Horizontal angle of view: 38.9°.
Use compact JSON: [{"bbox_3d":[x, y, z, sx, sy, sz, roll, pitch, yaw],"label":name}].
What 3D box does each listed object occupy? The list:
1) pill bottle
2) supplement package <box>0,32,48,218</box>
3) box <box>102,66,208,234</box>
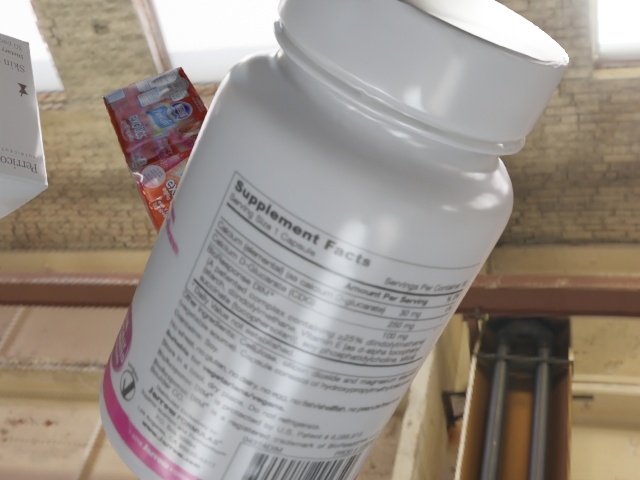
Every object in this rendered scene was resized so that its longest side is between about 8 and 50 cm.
[{"bbox_3d":[0.000,0.000,0.479,0.160,0.283,0.160,22,-155,-11],"label":"pill bottle"},{"bbox_3d":[-0.390,-0.088,0.718,0.204,0.262,0.145,-25,-112,33],"label":"supplement package"},{"bbox_3d":[-0.204,-0.125,1.250,0.128,0.122,0.257,-23,-143,-8],"label":"box"}]
